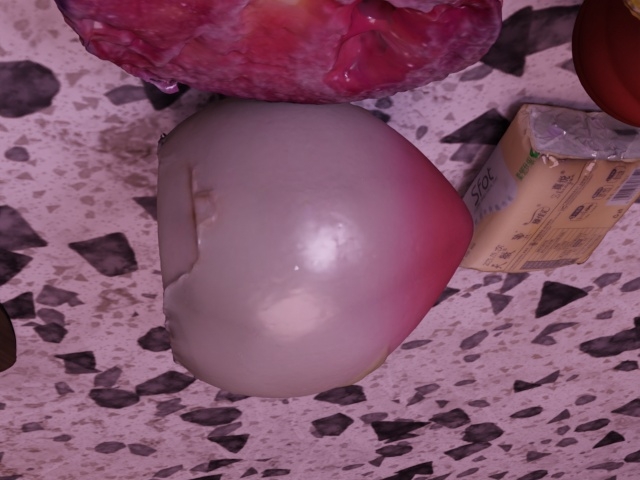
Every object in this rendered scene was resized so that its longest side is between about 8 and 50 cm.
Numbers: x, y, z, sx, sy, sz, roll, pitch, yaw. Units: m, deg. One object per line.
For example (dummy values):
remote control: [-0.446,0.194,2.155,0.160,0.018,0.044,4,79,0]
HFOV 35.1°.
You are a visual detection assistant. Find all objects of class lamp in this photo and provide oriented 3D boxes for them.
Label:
lamp: [0.329,-0.178,0.858,0.227,0.227,0.227,-7,146,-5]

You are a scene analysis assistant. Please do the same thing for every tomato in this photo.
tomato: [-0.041,-0.222,0.736,0.334,0.176,0.289,5,164,-22]

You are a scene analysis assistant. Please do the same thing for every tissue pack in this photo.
tissue pack: [0.260,-0.052,1.137,0.186,0.090,0.222,0,146,-19]

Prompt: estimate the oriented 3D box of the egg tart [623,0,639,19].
egg tart: [0.327,-0.250,0.697,0.294,0.295,0.116,-7,174,-6]

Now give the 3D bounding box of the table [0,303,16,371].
table: [-0.517,0.206,1.153,0.317,0.249,0.317,-8,146,-5]

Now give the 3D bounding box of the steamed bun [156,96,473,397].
steamed bun: [0.000,0.000,0.952,0.309,0.309,0.309,-7,146,-5]
